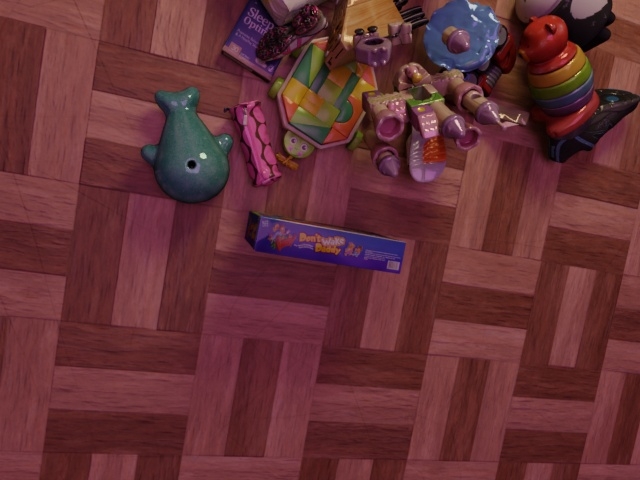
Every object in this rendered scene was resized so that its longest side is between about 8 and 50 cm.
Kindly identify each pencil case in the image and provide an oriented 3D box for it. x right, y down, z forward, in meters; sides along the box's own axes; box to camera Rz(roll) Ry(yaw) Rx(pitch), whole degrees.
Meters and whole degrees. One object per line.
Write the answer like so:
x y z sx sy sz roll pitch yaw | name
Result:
-0.160 -0.235 1.125 0.095 0.098 0.210 -20 102 -12 | pencil case

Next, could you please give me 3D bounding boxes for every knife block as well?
0.150 -0.517 1.133 0.242 0.088 0.276 17 70 -21 | knife block

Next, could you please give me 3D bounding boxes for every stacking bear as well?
0.616 -0.451 1.207 0.164 0.175 0.289 -30 126 19 | stacking bear

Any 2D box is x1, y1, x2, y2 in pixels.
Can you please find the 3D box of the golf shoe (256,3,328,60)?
-0.065 -0.475 1.081 0.186 0.086 0.068 -22 80 25 | golf shoe

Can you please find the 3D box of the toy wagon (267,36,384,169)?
0.001 -0.339 1.171 0.267 0.068 0.345 30 88 -16 | toy wagon

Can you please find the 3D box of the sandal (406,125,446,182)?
0.285 -0.274 1.255 0.101 0.076 0.266 6 74 -5 | sandal

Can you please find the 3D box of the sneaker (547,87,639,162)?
0.811 -0.354 1.378 0.340 0.125 0.140 -25 130 -14 | sneaker

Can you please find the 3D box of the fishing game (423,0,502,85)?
0.358 -0.518 1.158 0.189 0.041 0.264 5 94 14 | fishing game

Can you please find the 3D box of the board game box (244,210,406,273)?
0.000 0.000 1.125 0.346 0.233 0.078 9 94 -16 | board game box

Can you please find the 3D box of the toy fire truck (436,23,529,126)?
0.476 -0.437 1.259 0.246 0.158 0.217 32 91 -33 | toy fire truck

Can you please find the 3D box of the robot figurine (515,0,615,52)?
0.676 -0.638 1.258 0.278 0.209 0.174 25 128 -16 | robot figurine

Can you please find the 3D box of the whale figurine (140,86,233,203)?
-0.309 -0.222 1.064 0.216 0.141 0.272 -10 98 -13 | whale figurine

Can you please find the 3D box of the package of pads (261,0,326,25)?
-0.085 -0.688 1.070 0.229 0.101 0.297 -37 100 -17 | package of pads

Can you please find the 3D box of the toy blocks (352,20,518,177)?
0.244 -0.302 1.023 0.288 0.260 0.309 -14 132 -4 | toy blocks

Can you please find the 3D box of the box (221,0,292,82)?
-0.132 -0.527 1.131 0.136 0.036 0.225 28 88 -16 | box
